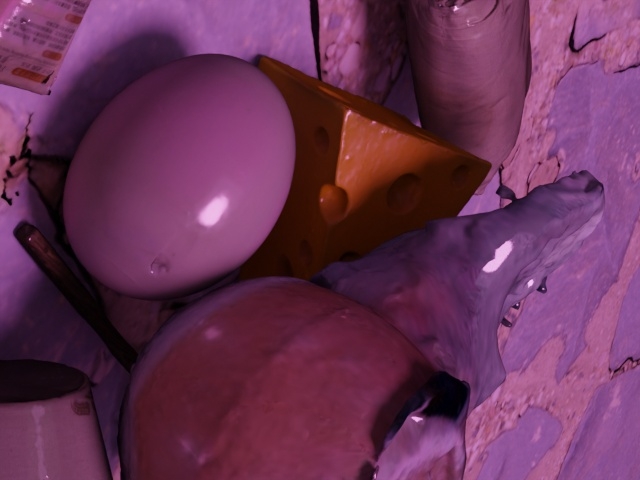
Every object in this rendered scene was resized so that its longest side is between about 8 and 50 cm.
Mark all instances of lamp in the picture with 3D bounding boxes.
[{"bbox_3d":[-0.153,0.170,0.656,0.121,0.121,0.214,-7,104,-55],"label":"lamp"}]

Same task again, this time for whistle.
[{"bbox_3d":[0.021,0.065,0.709,0.348,0.189,0.189,-42,141,-29],"label":"whistle"}]

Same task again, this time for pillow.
[{"bbox_3d":[0.094,-0.126,0.864,0.181,0.078,0.134,77,21,-49],"label":"pillow"}]

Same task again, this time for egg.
[{"bbox_3d":[-0.069,-0.032,0.675,0.135,0.103,0.103,-54,146,-18],"label":"egg"}]

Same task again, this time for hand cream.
[{"bbox_3d":[-0.114,-0.134,0.615,0.143,0.039,0.061,-61,156,8],"label":"hand cream"}]

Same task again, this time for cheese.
[{"bbox_3d":[0.000,0.000,0.799,0.126,0.093,0.171,15,106,-41],"label":"cheese"}]

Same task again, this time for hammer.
[{"bbox_3d":[-0.100,0.077,0.777,0.058,0.029,0.292,-55,145,-22],"label":"hammer"}]
